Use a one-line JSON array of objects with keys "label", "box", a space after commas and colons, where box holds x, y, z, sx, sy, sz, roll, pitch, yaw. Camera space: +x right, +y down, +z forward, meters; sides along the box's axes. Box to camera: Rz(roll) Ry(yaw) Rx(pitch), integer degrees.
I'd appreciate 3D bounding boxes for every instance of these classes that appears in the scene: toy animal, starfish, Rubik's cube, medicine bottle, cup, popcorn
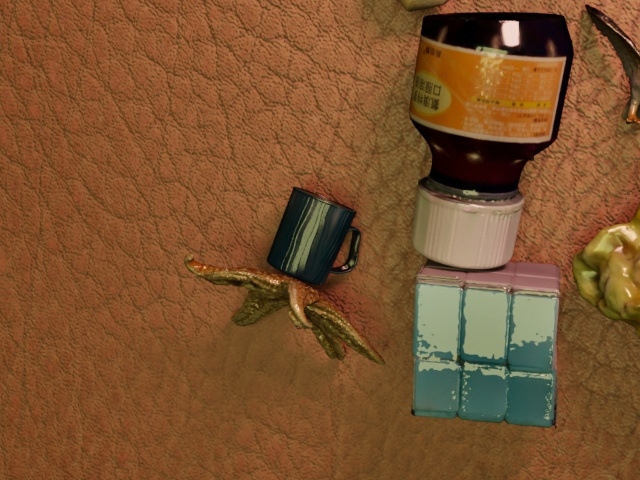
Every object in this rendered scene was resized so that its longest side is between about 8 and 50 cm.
[{"label": "toy animal", "box": [0.522, -0.246, 1.584, 0.272, 0.197, 0.160, 16, 105, 4]}, {"label": "starfish", "box": [-0.052, 0.110, 1.704, 0.375, 0.327, 0.094, 25, 77, 1]}, {"label": "Rubik's cube", "box": [0.269, 0.155, 1.672, 0.225, 0.221, 0.231, 3, 99, 11]}, {"label": "medicine bottle", "box": [0.253, -0.156, 1.618, 0.242, 0.242, 0.395, 7, 106, 10]}, {"label": "cup", "box": [-0.002, 0.000, 1.748, 0.150, 0.113, 0.138, 22, 95, -1]}, {"label": "popcorn", "box": [0.589, 0.032, 1.593, 0.334, 0.292, 0.293, -45, 126, -2]}]

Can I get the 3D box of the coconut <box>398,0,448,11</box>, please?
[{"label": "coconut", "box": [0.163, -0.426, 1.655, 0.116, 0.116, 0.122, -41, 87, 14]}]
